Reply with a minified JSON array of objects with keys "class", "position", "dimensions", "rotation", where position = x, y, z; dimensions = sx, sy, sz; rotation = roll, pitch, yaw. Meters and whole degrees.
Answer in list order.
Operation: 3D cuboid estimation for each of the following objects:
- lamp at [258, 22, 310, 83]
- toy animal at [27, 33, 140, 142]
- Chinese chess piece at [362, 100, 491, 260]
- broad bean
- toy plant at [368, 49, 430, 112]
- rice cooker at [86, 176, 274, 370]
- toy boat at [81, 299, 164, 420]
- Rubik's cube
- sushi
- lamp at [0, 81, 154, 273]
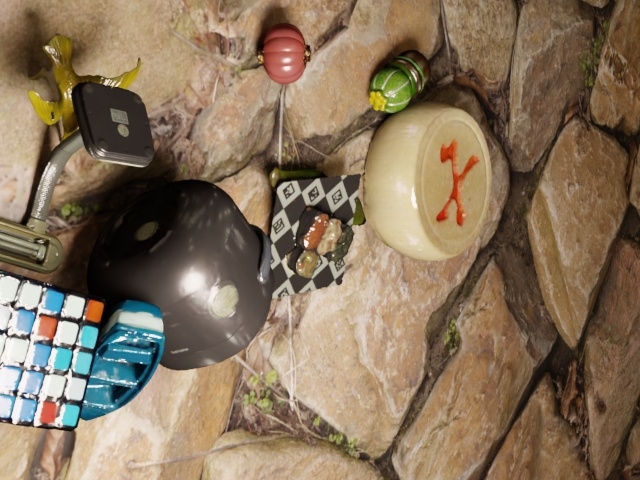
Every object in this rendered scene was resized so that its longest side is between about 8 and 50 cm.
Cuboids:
[{"class":"lamp","position":[-0.064,-0.329,1.754],"dimensions":[0.107,0.092,0.107],"rotation":[-1,90,-90]},{"class":"toy animal","position":[-0.360,-0.212,1.407],"dimensions":[0.095,0.155,0.219],"rotation":[50,45,6]},{"class":"Chinese chess piece","position":[0.231,-0.125,2.105],"dimensions":[0.338,0.140,0.338],"rotation":[-8,100,-51]},{"class":"broad bean","position":[0.006,-0.086,1.891],"dimensions":[0.339,0.061,0.077],"rotation":[24,87,-50]},{"class":"toy plant","position":[0.157,-0.321,2.034],"dimensions":[0.162,0.092,0.093],"rotation":[-45,127,-35]},{"class":"rice cooker","position":[-0.209,0.044,1.487],"dimensions":[0.224,0.267,0.267],"rotation":[54,54,-34]},{"class":"toy boat","position":[-0.297,0.178,1.416],"dimensions":[0.096,0.299,0.062],"rotation":[12,53,-23]},{"class":"Rubik's cube","position":[-0.419,0.136,1.290],"dimensions":[0.184,0.187,0.182],"rotation":[24,74,-52]},{"class":"sushi","position":[0.000,0.000,1.842],"dimensions":[0.219,0.047,0.231],"rotation":[-10,116,-45]},{"class":"lamp","position":[-0.376,-0.093,1.338],"dimensions":[0.203,0.283,0.124],"rotation":[8,45,-53]}]
